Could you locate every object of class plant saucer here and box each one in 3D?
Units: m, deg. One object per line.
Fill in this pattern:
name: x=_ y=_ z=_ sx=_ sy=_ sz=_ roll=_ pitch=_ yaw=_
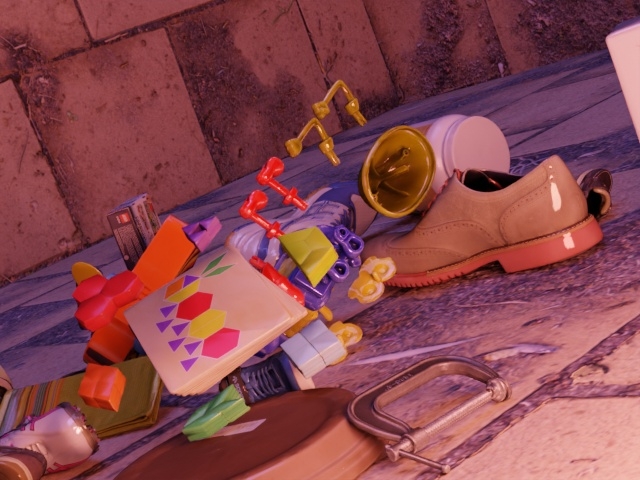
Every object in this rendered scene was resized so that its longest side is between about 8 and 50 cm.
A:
plant saucer: x=-0.073 y=0.194 z=1.189 sx=0.278 sy=0.041 sz=0.278 roll=-21 pitch=8 yaw=3

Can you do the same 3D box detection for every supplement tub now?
supplement tub: x=0.186 y=-0.120 z=2.163 sx=0.144 sy=0.144 sz=0.199 roll=-27 pitch=11 yaw=-36

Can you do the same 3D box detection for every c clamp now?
c clamp: x=0.097 y=0.139 z=1.128 sx=0.137 sy=0.022 sz=0.160 roll=12 pitch=30 yaw=41

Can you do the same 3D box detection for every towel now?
towel: x=-0.283 y=0.191 z=1.584 sx=0.237 sy=0.021 sz=0.102 roll=-16 pitch=45 yaw=25

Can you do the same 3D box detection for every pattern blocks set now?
pattern blocks set: x=-0.111 y=0.077 z=1.357 sx=0.285 sy=0.026 sz=0.325 roll=-28 pitch=33 yaw=-1

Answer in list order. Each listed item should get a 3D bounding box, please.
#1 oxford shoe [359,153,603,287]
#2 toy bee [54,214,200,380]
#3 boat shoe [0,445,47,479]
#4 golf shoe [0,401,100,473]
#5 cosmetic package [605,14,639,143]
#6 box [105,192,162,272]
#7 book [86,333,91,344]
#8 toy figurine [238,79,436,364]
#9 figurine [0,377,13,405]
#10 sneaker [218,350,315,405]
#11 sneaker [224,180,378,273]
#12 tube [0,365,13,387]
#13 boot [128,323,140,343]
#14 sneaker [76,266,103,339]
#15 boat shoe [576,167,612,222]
oxford shoe: x=0.175 y=-0.027 z=1.657 sx=0.348 sy=0.130 sz=0.123 roll=-13 pitch=11 yaw=41
toy bee: x=-0.261 y=0.108 z=1.770 sx=0.298 sy=0.195 sz=0.162 roll=-35 pitch=-12 yaw=-18
boat shoe: x=-0.383 y=0.256 z=1.424 sx=0.223 sy=0.080 sz=0.073 roll=-11 pitch=6 yaw=24
golf shoe: x=-0.298 y=0.225 z=1.459 sx=0.086 sy=0.067 sz=0.186 roll=-37 pitch=7 yaw=-36
cosmetic package: x=0.566 y=-0.199 z=1.485 sx=0.453 sy=0.230 sz=0.161 roll=-17 pitch=9 yaw=21
box: x=-0.235 y=0.042 z=1.941 sx=0.036 sy=0.207 sz=0.114 roll=-19 pitch=9 yaw=11
book: x=-0.301 y=0.142 z=2.086 sx=0.096 sy=0.035 sz=0.144 roll=-20 pitch=6 yaw=-5
toy figurine: x=-0.029 y=0.014 z=1.632 sx=0.362 sy=0.191 sz=0.217 roll=-60 pitch=9 yaw=-33
figurine: x=-0.500 y=0.260 z=1.680 sx=0.209 sy=0.092 sz=0.215 roll=-23 pitch=5 yaw=46
sneaker: x=-0.055 y=0.143 z=1.341 sx=0.084 sy=0.058 sz=0.152 roll=-18 pitch=-4 yaw=-10
sneaker: x=0.000 y=0.000 z=2.092 sx=0.296 sy=0.112 sz=0.131 roll=-28 pitch=29 yaw=-34
tube: x=-0.542 y=0.251 z=1.903 sx=0.240 sy=0.062 sz=0.070 roll=-32 pitch=-31 yaw=-30
boot: x=-0.167 y=0.122 z=1.660 sx=0.087 sy=0.118 sz=0.042 roll=-37 pitch=-20 yaw=-8
sneaker: x=-0.289 y=0.096 z=1.913 sx=0.087 sy=0.083 sz=0.221 roll=-10 pitch=-26 yaw=-2
boat shoe: x=0.335 y=-0.047 z=1.689 sx=0.049 sy=0.056 sz=0.152 roll=-8 pitch=24 yaw=36
